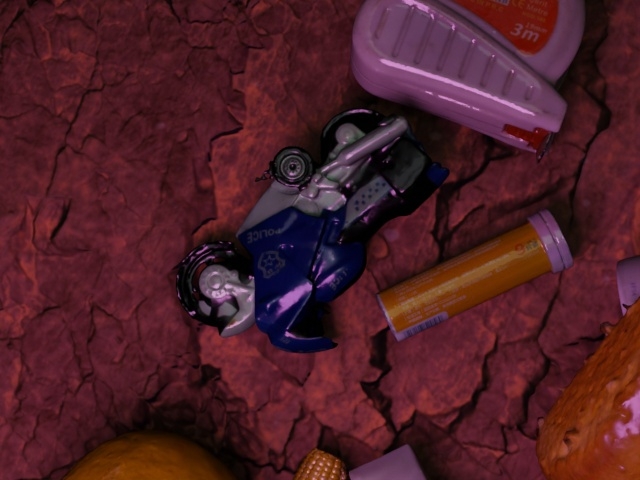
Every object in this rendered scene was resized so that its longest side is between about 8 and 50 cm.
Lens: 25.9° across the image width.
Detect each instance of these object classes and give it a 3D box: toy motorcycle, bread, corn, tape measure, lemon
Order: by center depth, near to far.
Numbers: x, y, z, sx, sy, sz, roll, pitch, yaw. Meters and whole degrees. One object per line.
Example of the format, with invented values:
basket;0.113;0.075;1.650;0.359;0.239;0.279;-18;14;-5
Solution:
bread;0.351;0.178;1.382;0.194;0.179;0.340;31;117;-1
lemon;-0.174;0.309;1.455;0.240;0.240;0.219;25;70;10
corn;-0.020;0.329;1.520;0.072;0.072;0.203;17;79;9
toy motorcycle;0.000;0.000;1.569;0.331;0.125;0.196;-44;79;-2
tape measure;0.177;-0.242;1.600;0.258;0.130;0.265;20;75;6

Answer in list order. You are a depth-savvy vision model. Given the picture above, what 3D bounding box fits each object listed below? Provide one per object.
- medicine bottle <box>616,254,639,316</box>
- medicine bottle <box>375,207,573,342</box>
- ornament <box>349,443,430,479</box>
medicine bottle;0.493;0.044;1.461;0.341;0.130;0.130;-14;76;19
medicine bottle;0.172;0.041;1.565;0.218;0.074;0.074;-25;77;0
ornament;0.128;0.352;1.475;0.130;0.120;0.285;-41;76;1
